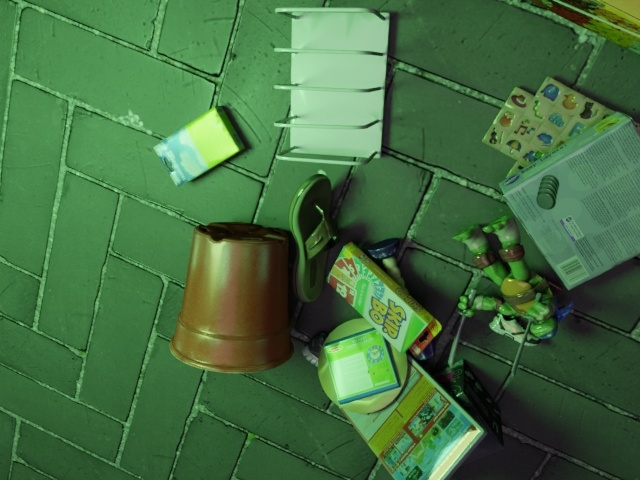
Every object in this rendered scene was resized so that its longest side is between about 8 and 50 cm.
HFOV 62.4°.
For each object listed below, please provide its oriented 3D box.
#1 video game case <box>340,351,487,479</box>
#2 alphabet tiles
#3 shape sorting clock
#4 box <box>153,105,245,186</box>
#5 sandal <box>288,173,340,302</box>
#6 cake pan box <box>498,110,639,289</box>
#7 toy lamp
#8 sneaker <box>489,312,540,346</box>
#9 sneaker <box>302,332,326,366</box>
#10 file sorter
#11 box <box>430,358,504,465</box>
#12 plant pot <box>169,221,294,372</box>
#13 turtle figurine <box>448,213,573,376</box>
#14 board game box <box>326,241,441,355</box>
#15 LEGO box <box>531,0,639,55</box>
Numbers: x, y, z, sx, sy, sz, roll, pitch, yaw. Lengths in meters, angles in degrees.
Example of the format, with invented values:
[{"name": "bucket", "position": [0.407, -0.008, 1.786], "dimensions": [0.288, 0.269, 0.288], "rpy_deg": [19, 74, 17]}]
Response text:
[{"name": "video game case", "position": [0.181, 0.374, 1.114], "dimensions": [0.204, 0.285, 0.025], "rpy_deg": [-52, 134, 5]}, {"name": "alphabet tiles", "position": [0.444, -0.184, 1.007], "dimensions": [0.237, 0.009, 0.198], "rpy_deg": [30, 116, 6]}, {"name": "shape sorting clock", "position": [0.092, 0.276, 1.175], "dimensions": [0.207, 0.040, 0.206], "rpy_deg": [-5, 75, 20]}, {"name": "box", "position": [-0.268, -0.206, 1.168], "dimensions": [0.178, 0.042, 0.109], "rpy_deg": [-26, 99, 21]}, {"name": "sandal", "position": [0.001, 0.001, 1.125], "dimensions": [0.086, 0.120, 0.302], "rpy_deg": [20, 123, 34]}, {"name": "cake pan box", "position": [0.512, -0.062, 0.989], "dimensions": [0.246, 0.070, 0.266], "rpy_deg": [-34, 106, 23]}, {"name": "toy lamp", "position": [0.184, 0.131, 1.150], "dimensions": [0.080, 0.080, 0.274], "rpy_deg": [-16, 102, 18]}, {"name": "sneaker", "position": [0.420, 0.189, 1.129], "dimensions": [0.109, 0.040, 0.043], "rpy_deg": [23, 110, 6]}, {"name": "sneaker", "position": [0.041, 0.280, 1.244], "dimensions": [0.167, 0.065, 0.076], "rpy_deg": [33, 108, -1]}, {"name": "file sorter", "position": [0.017, -0.288, 1.001], "dimensions": [0.193, 0.173, 0.277], "rpy_deg": [6, 110, 13]}, {"name": "box", "position": [0.257, 0.410, 1.188], "dimensions": [0.247, 0.142, 0.163], "rpy_deg": [-34, 97, 21]}, {"name": "plant pot", "position": [-0.179, 0.106, 1.146], "dimensions": [0.273, 0.272, 0.264], "rpy_deg": [9, 102, 11]}, {"name": "turtle figurine", "position": [0.343, 0.104, 1.025], "dimensions": [0.275, 0.198, 0.266], "rpy_deg": [-26, 91, 3]}, {"name": "board game box", "position": [0.129, 0.130, 1.122], "dimensions": [0.259, 0.039, 0.124], "rpy_deg": [41, 137, 16]}, {"name": "LEGO box", "position": [0.604, -0.528, 0.761], "dimensions": [0.373, 0.193, 0.499], "rpy_deg": [29, 112, 3]}]
